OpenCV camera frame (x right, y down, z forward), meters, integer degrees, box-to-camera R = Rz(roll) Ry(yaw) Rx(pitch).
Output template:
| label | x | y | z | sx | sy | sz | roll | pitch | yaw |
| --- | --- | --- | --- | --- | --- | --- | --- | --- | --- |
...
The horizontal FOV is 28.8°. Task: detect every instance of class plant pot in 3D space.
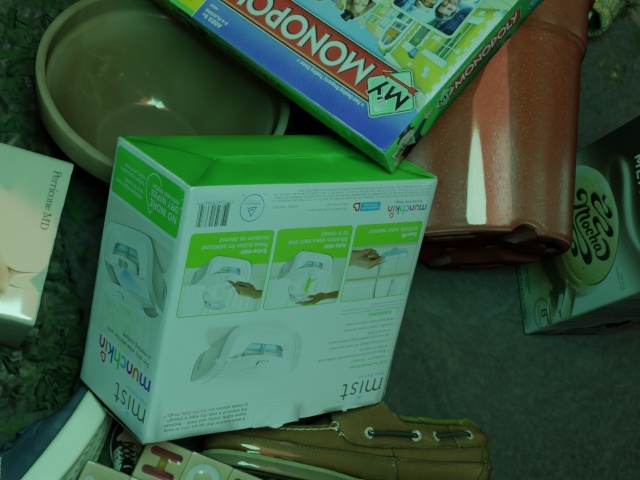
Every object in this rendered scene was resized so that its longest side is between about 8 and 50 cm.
| label | x | y | z | sx | sy | sz | roll | pitch | yaw |
| --- | --- | --- | --- | --- | --- | --- | --- | --- | --- |
| plant pot | 0.143 | -0.117 | 1.240 | 0.272 | 0.272 | 0.265 | 5 | 77 | -21 |
| plant pot | -0.155 | -0.120 | 1.184 | 0.237 | 0.109 | 0.237 | 9 | 55 | -13 |

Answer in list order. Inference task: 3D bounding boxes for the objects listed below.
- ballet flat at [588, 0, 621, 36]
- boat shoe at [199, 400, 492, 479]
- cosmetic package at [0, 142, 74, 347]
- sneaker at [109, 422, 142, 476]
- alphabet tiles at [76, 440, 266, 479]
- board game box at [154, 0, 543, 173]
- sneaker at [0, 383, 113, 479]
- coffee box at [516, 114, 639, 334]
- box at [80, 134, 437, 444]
| label | x | y | z | sx | sy | sz | roll | pitch | yaw |
| --- | --- | --- | --- | --- | --- | --- | --- | --- | --- |
| ballet flat | 0.187 | -0.302 | 1.396 | 0.349 | 0.123 | 0.123 | 10 | 71 | -19 |
| boat shoe | 0.025 | 0.200 | 1.191 | 0.307 | 0.111 | 0.104 | 16 | 66 | -28 |
| cosmetic package | -0.388 | -0.024 | 1.079 | 0.309 | 0.113 | 0.160 | 14 | 70 | -17 |
| sneaker | -0.176 | 0.205 | 1.139 | 0.032 | 0.037 | 0.083 | 5 | 71 | -19 |
| alphabet tiles | -0.144 | 0.295 | 1.080 | 0.198 | 0.009 | 0.237 | 25 | 93 | -16 |
| board game box | 0.012 | -0.230 | 1.122 | 0.317 | 0.046 | 0.213 | 37 | 81 | 24 |
| sneaker | -0.315 | 0.229 | 1.032 | 0.148 | 0.131 | 0.350 | 32 | 55 | 10 |
| coffee box | 0.319 | -0.014 | 1.256 | 0.119 | 0.297 | 0.168 | 1 | 74 | -22 |
| box | -0.051 | 0.035 | 1.084 | 0.262 | 0.127 | 0.231 | -5 | 117 | -38 |
